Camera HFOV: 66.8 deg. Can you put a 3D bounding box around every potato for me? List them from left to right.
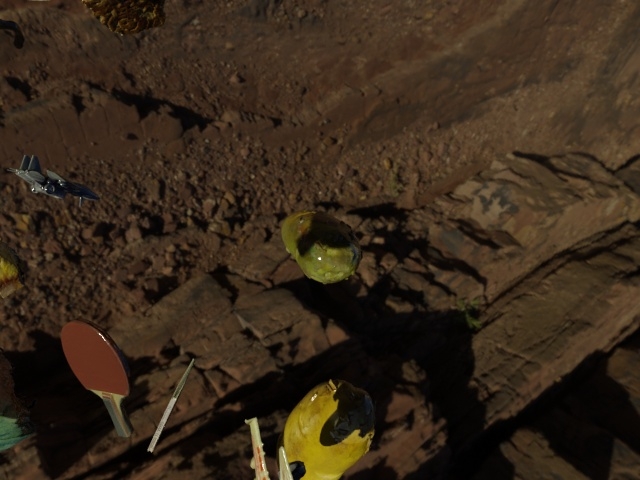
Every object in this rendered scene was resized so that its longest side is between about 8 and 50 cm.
[{"bbox_3d":[0.000,0.000,1.126,0.176,0.298,0.141,32,99,-26],"label":"potato"},{"bbox_3d":[0.008,0.397,1.002,0.140,0.173,0.300,10,127,-32],"label":"potato"}]

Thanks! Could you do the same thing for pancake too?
[{"bbox_3d":[-0.498,-0.637,1.268,0.212,0.056,0.257,-22,171,7],"label":"pancake"}]

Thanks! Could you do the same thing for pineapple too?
[{"bbox_3d":[-1.019,0.087,1.539,0.114,0.186,0.236,-36,-176,-20],"label":"pineapple"}]

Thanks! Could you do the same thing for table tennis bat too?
[{"bbox_3d":[-0.341,0.219,0.765,0.019,0.130,0.221,-43,126,-54],"label":"table tennis bat"}]

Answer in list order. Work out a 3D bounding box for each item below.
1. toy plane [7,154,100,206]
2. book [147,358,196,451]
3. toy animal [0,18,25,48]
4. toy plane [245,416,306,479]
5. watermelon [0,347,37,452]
[{"bbox_3d":[-0.802,-0.162,1.502,0.267,0.212,0.088,41,61,-56],"label":"toy plane"},{"bbox_3d":[-0.326,0.361,1.068,0.182,0.014,0.127,-61,-173,26],"label":"book"},{"bbox_3d":[-0.525,-0.272,0.620,0.214,0.094,0.186,-20,-167,9],"label":"toy animal"},{"bbox_3d":[-0.054,0.356,0.640,0.092,0.229,0.244,-15,150,-23],"label":"toy plane"},{"bbox_3d":[-0.327,0.100,0.302,0.146,0.231,0.128,-49,180,-3],"label":"watermelon"}]
